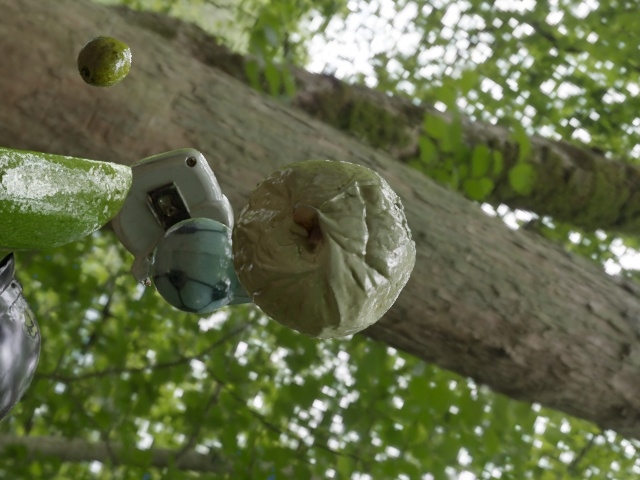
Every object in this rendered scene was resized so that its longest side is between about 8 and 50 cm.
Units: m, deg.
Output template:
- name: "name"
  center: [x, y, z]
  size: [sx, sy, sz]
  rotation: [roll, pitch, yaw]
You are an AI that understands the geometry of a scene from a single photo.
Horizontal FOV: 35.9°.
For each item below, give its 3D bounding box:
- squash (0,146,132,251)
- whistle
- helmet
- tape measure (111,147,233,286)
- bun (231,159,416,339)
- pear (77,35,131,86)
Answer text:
- name: "squash"
  center: [-0.416, -0.040, 1.352]
  size: [0.203, 0.288, 0.111]
  rotation: [-19, -102, 27]
- name: "whistle"
  center: [-0.161, 0.036, 1.527]
  size: [0.289, 0.163, 0.164]
  rotation: [-9, -126, 36]
- name: "helmet"
  center: [-0.450, 0.159, 1.270]
  size: [0.279, 0.160, 0.230]
  rotation: [-38, -167, 11]
- name: "tape measure"
  center: [-0.337, -0.059, 2.189]
  size: [0.258, 0.265, 0.130]
  rotation: [-26, -165, 3]
- name: "bun"
  center: [0.000, 0.000, 1.155]
  size: [0.134, 0.220, 0.220]
  rotation: [60, 53, -77]
- name: "pear"
  center: [-0.458, -0.378, 2.088]
  size: [0.107, 0.107, 0.131]
  rotation: [-42, 180, 39]
